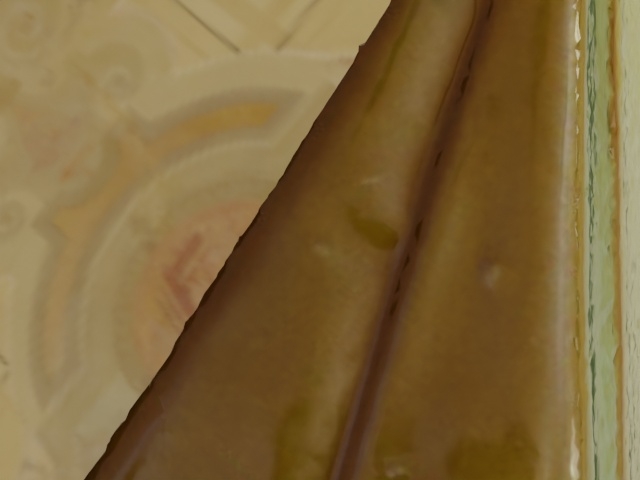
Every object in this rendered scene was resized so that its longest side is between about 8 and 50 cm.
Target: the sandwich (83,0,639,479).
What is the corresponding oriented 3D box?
[{"bbox_3d":[0.000,0.000,0.408,0.144,0.117,0.187,1,-79,18],"label":"sandwich"}]
